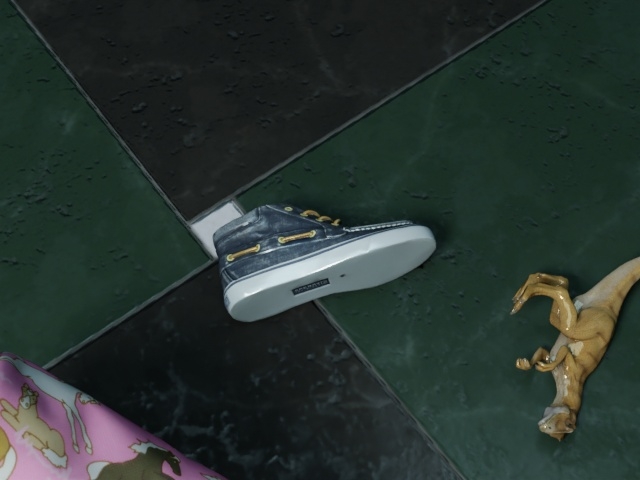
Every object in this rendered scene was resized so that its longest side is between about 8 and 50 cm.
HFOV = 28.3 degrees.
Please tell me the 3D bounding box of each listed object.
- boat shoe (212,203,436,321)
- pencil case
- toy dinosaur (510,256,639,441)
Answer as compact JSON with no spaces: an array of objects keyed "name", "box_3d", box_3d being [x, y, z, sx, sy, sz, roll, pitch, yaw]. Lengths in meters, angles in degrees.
[{"name":"boat shoe","box_3d":[0.000,0.000,1.067,0.183,0.065,0.083,-16,60,-2]},{"name":"pencil case","box_3d":[-0.085,0.227,0.797,0.386,0.160,0.167,33,62,-11]},{"name":"toy dinosaur","box_3d":[0.215,0.061,1.018,0.112,0.064,0.211,33,76,4]}]
